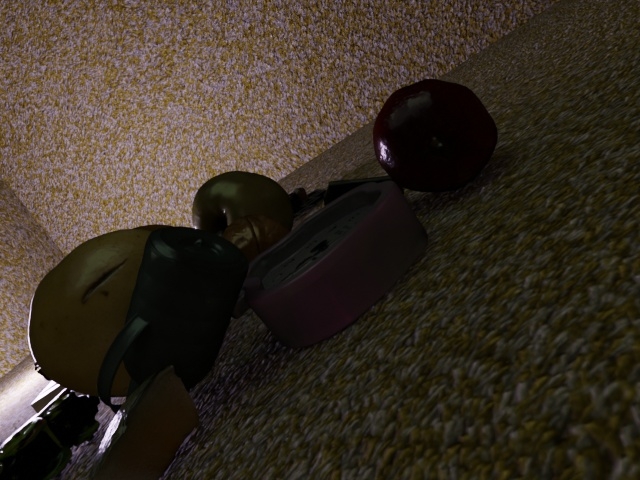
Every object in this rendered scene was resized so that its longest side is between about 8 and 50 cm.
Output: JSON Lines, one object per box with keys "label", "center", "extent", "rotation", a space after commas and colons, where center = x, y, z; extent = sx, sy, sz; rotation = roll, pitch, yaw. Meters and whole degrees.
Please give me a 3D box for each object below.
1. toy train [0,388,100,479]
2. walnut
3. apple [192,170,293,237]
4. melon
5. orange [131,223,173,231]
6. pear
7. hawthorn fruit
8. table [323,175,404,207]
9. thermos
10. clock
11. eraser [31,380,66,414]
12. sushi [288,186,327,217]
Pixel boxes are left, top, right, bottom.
{"label": "toy train", "center": [-0.501, 0.373, 0.983], "extent": [0.160, 0.101, 0.296], "rotation": [-29, 13, 32]}
{"label": "walnut", "center": [-0.131, 0.026, 1.200], "extent": [0.165, 0.165, 0.197], "rotation": [-37, 12, -13]}
{"label": "apple", "center": [-0.200, -0.059, 1.521], "extent": [0.262, 0.262, 0.262], "rotation": [-33, 12, 8]}
{"label": "melon", "center": [-0.238, 0.266, 0.738], "extent": [0.139, 0.093, 0.203], "rotation": [-29, 27, 48]}
{"label": "orange", "center": [-0.370, 0.092, 1.315], "extent": [0.274, 0.274, 0.274], "rotation": [-33, 12, 8]}
{"label": "pear", "center": [-0.353, 0.130, 1.039], "extent": [0.309, 0.309, 0.309], "rotation": [-33, 12, 8]}
{"label": "hawthorn fruit", "center": [0.193, -0.174, 1.002], "extent": [0.215, 0.215, 0.250], "rotation": [-31, 16, 17]}
{"label": "table", "center": [0.090, -0.089, 1.134], "extent": [0.146, 0.063, 0.175], "rotation": [-5, 20, 9]}
{"label": "thermos", "center": [-0.217, 0.134, 0.823], "extent": [0.182, 0.144, 0.287], "rotation": [-6, -60, -59]}
{"label": "clock", "center": [0.003, 0.039, 0.922], "extent": [0.338, 0.102, 0.338], "rotation": [-34, 12, 8]}
{"label": "eraser", "center": [-0.692, 0.378, 1.618], "extent": [0.157, 0.038, 0.230], "rotation": [-34, 11, 3]}
{"label": "sushi", "center": [-0.136, -0.104, 1.852], "extent": [0.339, 0.069, 0.320], "rotation": [-32, 12, -7]}
